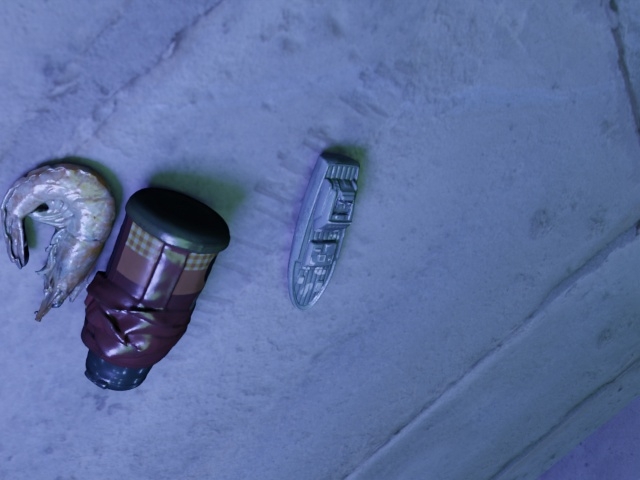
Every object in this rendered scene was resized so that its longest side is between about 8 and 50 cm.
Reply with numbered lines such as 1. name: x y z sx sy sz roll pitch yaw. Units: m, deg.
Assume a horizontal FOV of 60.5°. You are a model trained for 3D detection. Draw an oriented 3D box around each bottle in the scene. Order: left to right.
1. bottle: -0.231 0.071 0.722 0.271 0.143 0.156 -62 170 17

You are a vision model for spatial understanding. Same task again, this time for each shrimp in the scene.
1. shrimp: -0.337 0.004 0.682 0.126 0.047 0.223 19 109 -29

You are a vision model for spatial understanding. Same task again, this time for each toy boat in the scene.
1. toy boat: 0.000 0.000 0.815 0.078 0.085 0.260 1 121 -27
